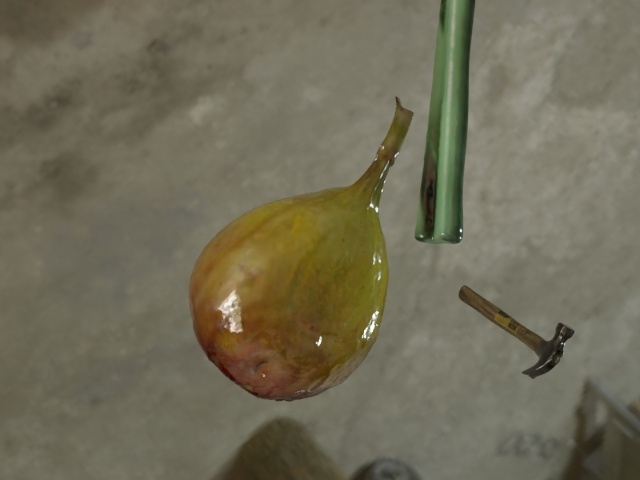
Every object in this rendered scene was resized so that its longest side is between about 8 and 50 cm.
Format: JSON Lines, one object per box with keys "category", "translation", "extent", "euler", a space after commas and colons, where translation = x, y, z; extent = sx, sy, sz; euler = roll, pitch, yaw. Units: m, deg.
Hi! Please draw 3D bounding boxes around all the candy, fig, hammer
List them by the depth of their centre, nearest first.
{"category": "candy", "translation": [0.059, -0.126, 0.507], "extent": [0.077, 0.073, 0.262], "euler": [16, 74, -40]}
{"category": "fig", "translation": [0.000, 0.000, 1.021], "extent": [0.159, 0.159, 0.257], "euler": [24, 100, -50]}
{"category": "hammer", "translation": [0.186, 0.085, 1.286], "extent": [0.017, 0.182, 0.062], "euler": [24, 96, -29]}
